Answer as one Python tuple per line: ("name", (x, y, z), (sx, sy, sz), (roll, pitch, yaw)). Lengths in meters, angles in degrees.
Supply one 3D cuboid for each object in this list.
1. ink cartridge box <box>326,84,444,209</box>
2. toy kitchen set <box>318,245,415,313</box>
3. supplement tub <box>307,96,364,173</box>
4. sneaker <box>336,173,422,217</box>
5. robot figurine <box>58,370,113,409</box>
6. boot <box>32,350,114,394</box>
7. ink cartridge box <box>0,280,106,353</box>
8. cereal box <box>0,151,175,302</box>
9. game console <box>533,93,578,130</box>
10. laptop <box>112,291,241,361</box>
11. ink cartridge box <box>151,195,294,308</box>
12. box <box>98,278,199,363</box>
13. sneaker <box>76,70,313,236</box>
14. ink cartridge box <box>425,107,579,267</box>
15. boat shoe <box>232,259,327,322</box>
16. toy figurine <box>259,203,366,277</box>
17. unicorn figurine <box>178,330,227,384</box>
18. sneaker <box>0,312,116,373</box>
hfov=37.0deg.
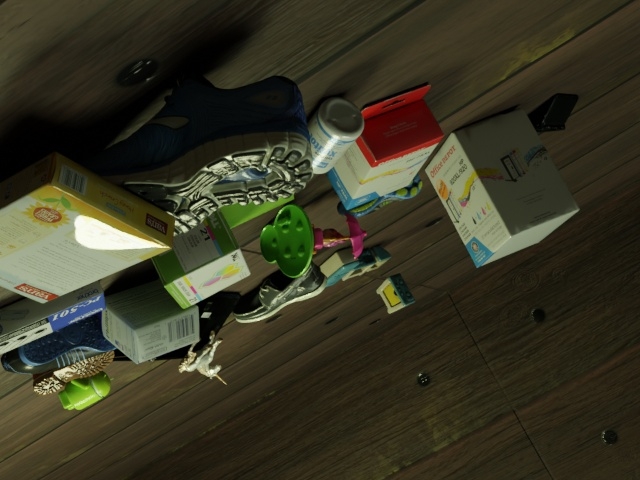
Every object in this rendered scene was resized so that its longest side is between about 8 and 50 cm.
("ink cartridge box", (0.108, -0.149, 1.555), (0.134, 0.078, 0.231), (-23, 165, -21))
("toy kitchen set", (0.118, 0.101, 2.284), (0.207, 0.166, 0.122), (-17, 162, -40))
("supplement tub", (0.011, -0.151, 1.377), (0.071, 0.071, 0.107), (-19, 162, -33))
("sneaker", (0.110, -0.093, 1.823), (0.188, 0.067, 0.078), (-24, -174, -24))
("robot figurine", (-0.508, 0.323, 2.082), (0.115, 0.067, 0.101), (-28, 161, -1))
("boot", (-0.459, 0.215, 1.765), (0.158, 0.084, 0.059), (-22, 139, -1))
("ink cartridge box", (-0.446, 0.119, 1.516), (0.207, 0.046, 0.097), (-24, 167, -17))
("cereal box", (-0.309, -0.006, 1.086), (0.240, 0.047, 0.173), (-20, 145, 33))
("game console", (0.464, -0.261, 1.979), (0.107, 0.071, 0.122), (-1, -176, 37))
("laptop", (-0.331, 0.185, 2.046), (0.264, 0.136, 0.234), (-57, 161, 8))
("ink cartridge box", (-0.143, -0.003, 1.559), (0.255, 0.097, 0.189), (-26, 166, -5))
("box", (-0.299, 0.138, 1.662), (0.126, 0.137, 0.072), (-18, 121, -35))
("sneaker", (-0.152, -0.103, 1.101), (0.330, 0.147, 0.130), (-12, 147, 25))
("ink cartridge box", (0.346, -0.102, 1.859), (0.168, 0.232, 0.171), (-20, 165, -21))
("boat shoe", (-0.102, 0.109, 2.127), (0.233, 0.084, 0.079), (-26, 130, 18))
("toy figurine", (0.000, 0.000, 1.743), (0.159, 0.130, 0.173), (-2, 176, -35))
("unicorn figurine", (-0.252, 0.253, 2.065), (0.162, 0.060, 0.111), (5, 120, -50))
("sneaker", (-0.449, 0.180, 1.683), (0.090, 0.081, 0.232), (-24, 170, 38))
